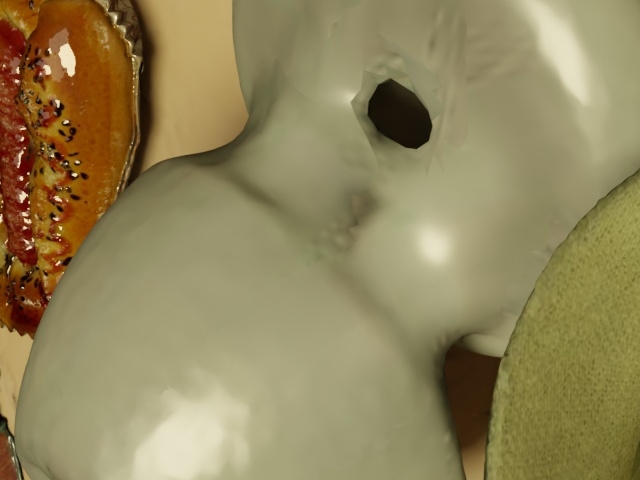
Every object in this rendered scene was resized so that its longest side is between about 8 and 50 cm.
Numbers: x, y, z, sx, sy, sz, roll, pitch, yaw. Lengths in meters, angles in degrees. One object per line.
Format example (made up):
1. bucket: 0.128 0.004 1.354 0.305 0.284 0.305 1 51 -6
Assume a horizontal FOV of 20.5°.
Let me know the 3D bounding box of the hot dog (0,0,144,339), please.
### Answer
1. hot dog: -0.131 -0.042 0.836 0.108 0.059 0.191 27 121 33

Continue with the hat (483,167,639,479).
1. hat: 0.161 0.096 0.593 0.257 0.257 0.130 57 163 8

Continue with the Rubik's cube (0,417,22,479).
1. Rubik's cube: -0.314 0.162 0.925 0.250 0.234 0.284 4 107 37

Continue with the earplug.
1. earplug: 0.007 0.000 0.667 0.214 0.175 0.325 41 113 25
